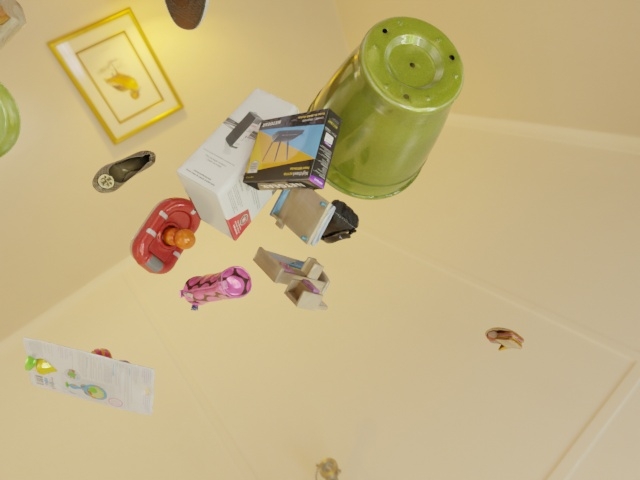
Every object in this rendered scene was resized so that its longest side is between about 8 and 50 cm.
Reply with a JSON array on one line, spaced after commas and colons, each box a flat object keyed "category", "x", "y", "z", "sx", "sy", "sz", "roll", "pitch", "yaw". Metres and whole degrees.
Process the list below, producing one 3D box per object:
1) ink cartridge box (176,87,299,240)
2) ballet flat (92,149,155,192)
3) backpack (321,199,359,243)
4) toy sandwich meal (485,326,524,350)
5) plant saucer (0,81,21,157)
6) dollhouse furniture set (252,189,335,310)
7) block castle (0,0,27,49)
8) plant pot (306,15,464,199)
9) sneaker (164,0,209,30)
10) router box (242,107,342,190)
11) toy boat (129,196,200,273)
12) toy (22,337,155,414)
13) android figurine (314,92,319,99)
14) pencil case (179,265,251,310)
[{"category": "ink cartridge box", "x": -0.164, "y": -0.167, "z": 0.971, "sx": 0.114, "sy": 0.197, "sz": 0.273, "roll": 31, "pitch": -113, "yaw": 14}, {"category": "ballet flat", "x": -0.639, "y": -0.235, "z": 1.443, "sx": 0.058, "sy": 0.084, "sz": 0.250, "roll": -14, "pitch": -157, "yaw": 40}, {"category": "backpack", "x": 0.049, "y": -0.068, "z": 1.667, "sx": 0.182, "sy": 0.152, "sz": 0.115, "roll": -35, "pitch": -163, "yaw": 48}, {"category": "toy sandwich meal", "x": 0.404, "y": 0.220, "z": 0.960, "sx": 0.085, "sy": 0.086, "sz": 0.029, "roll": 2, "pitch": -127, "yaw": 32}, {"category": "plant saucer", "x": -0.862, "y": -0.302, "z": 1.049, "sx": 0.037, "sy": 0.241, "sz": 0.241, "roll": 6, "pitch": -135, "yaw": 34}, {"category": "dollhouse furniture set", "x": 0.000, "y": 0.000, "z": 1.239, "sx": 0.286, "sy": 0.198, "sz": 0.304, "roll": 39, "pitch": -75, "yaw": 45}, {"category": "block castle", "x": -0.673, "y": -0.383, "z": 0.544, "sx": 0.212, "sy": 0.453, "sz": 0.303, "roll": -30, "pitch": -151, "yaw": 17}, {"category": "plant pot", "x": 0.161, "y": -0.332, "z": 1.078, "sx": 0.366, "sy": 0.367, "sz": 0.353, "roll": -37, "pitch": 175, "yaw": -18}, {"category": "sneaker", "x": -0.282, "y": -0.621, "z": 0.957, "sx": 0.105, "sy": 0.290, "sz": 0.123, "roll": 12, "pitch": -133, "yaw": -5}, {"category": "router box", "x": -0.054, "y": -0.160, "z": 0.793, "sx": 0.178, "sy": 0.046, "sz": 0.133, "roll": 4, "pitch": -105, "yaw": 43}, {"category": "toy boat", "x": -0.413, "y": -0.013, "z": 1.236, "sx": 0.151, "sy": 0.151, "sz": 0.231, "roll": 9, "pitch": -118, "yaw": 31}, {"category": "toy", "x": -0.425, "y": 0.244, "z": 0.826, "sx": 0.237, "sy": 0.137, "sz": 0.056, "roll": 13, "pitch": -147, "yaw": -5}, {"category": "android figurine", "x": 0.045, "y": -0.438, "z": 1.527, "sx": 0.248, "sy": 0.056, "sz": 0.273, "roll": -2, "pitch": -113, "yaw": 36}, {"category": "pencil case", "x": -0.274, "y": 0.122, "z": 1.132, "sx": 0.209, "sy": 0.098, "sz": 0.095, "roll": -18, "pitch": -107, "yaw": 42}]
